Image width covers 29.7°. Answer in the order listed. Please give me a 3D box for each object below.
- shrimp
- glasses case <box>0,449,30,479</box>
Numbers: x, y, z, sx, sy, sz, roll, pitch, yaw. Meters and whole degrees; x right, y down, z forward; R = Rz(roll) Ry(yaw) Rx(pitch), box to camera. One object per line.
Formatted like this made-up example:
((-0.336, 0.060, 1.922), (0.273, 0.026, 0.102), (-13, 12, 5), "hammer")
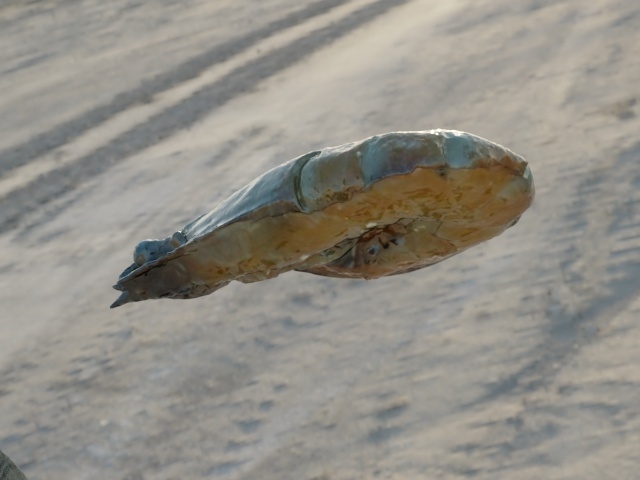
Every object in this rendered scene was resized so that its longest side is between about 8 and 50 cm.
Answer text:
((0.000, 0.000, 0.841), (0.317, 0.164, 0.062), (-18, 56, 22), "shrimp")
((-0.196, 0.179, 0.522), (0.047, 0.071, 0.205), (-8, 44, 32), "glasses case")
